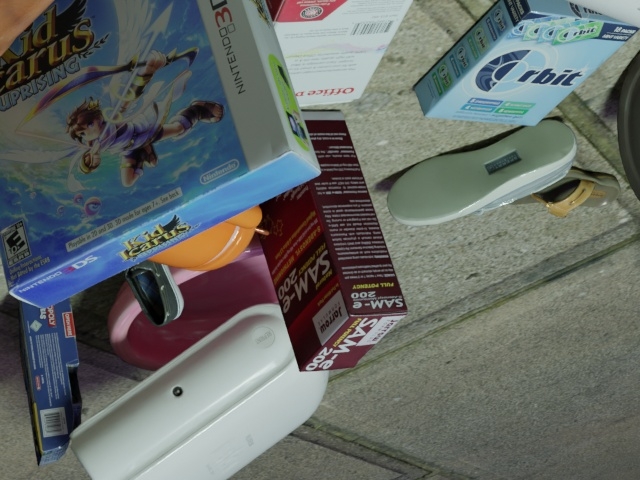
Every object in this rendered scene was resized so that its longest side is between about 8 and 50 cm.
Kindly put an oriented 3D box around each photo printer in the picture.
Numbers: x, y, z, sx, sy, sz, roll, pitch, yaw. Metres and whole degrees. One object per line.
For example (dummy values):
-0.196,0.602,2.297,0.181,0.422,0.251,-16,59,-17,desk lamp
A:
-0.124,0.200,1.889,0.307,0.107,0.256,-35,161,-9,photo printer

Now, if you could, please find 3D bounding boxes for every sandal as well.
0.307,-0.053,1.999,0.180,0.049,0.072,3,148,-39,sandal

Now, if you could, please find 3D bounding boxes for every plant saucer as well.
-0.092,0.050,1.907,0.332,0.084,0.332,-14,156,-6,plant saucer

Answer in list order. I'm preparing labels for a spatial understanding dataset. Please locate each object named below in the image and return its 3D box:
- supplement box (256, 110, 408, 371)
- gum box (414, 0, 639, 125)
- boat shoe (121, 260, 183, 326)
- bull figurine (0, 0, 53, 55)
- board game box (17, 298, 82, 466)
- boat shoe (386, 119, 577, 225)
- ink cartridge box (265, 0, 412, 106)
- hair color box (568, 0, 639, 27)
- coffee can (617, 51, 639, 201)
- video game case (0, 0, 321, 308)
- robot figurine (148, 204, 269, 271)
0.000,0.000,1.672,0.073,0.239,0.130,-3,151,-30,supplement box
0.211,-0.187,1.663,0.157,0.041,0.184,2,148,-36,gum box
-0.191,0.027,1.732,0.049,0.142,0.040,-22,-167,25,boat shoe
-0.255,-0.217,1.218,0.188,0.101,0.310,10,142,-39,bull figurine
-0.317,0.161,1.912,0.060,0.194,0.194,-8,168,-12,board game box
0.189,-0.063,1.862,0.227,0.079,0.081,-22,151,1,boat shoe
-0.005,-0.197,1.455,0.127,0.072,0.175,-7,154,-23,ink cartridge box
0.284,-0.266,1.282,0.374,0.113,0.185,19,145,-12,hair color box
0.496,-0.130,1.780,0.275,0.201,0.201,-7,154,-23,coffee can
-0.158,-0.110,1.330,0.269,0.244,0.061,-25,153,16,video game case
-0.150,-0.039,1.630,0.158,0.128,0.219,-34,150,26,robot figurine
